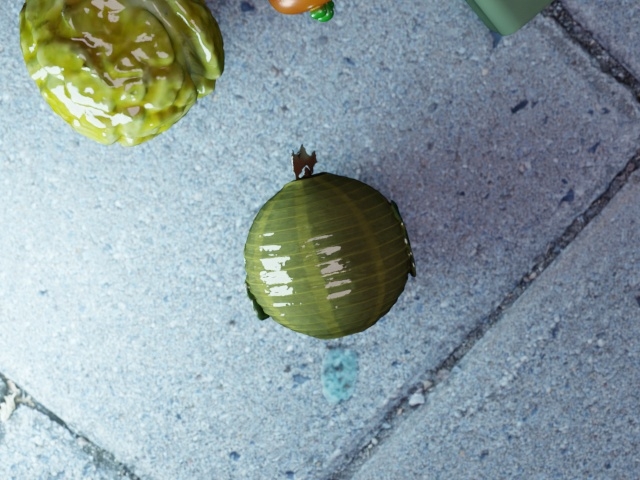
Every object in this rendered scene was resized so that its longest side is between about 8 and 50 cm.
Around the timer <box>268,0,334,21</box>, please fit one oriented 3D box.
[{"bbox_3d":[-0.017,-0.368,1.539,0.136,0.099,0.136,2,105,8],"label":"timer"}]

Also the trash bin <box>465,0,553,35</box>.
[{"bbox_3d":[0.222,-0.483,1.504,0.223,0.158,0.343,-40,109,7],"label":"trash bin"}]

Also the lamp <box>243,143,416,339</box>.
[{"bbox_3d":[0.000,0.000,1.561,0.250,0.250,0.284,-16,101,0],"label":"lamp"}]

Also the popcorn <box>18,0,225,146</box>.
[{"bbox_3d":[-0.276,-0.270,1.470,0.282,0.247,0.282,-2,104,-9],"label":"popcorn"}]
